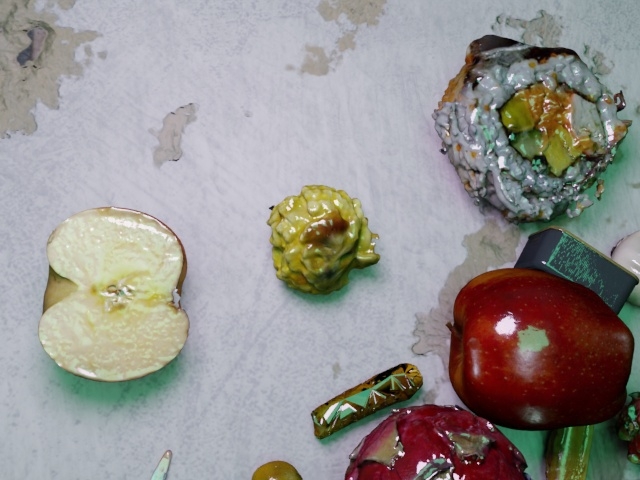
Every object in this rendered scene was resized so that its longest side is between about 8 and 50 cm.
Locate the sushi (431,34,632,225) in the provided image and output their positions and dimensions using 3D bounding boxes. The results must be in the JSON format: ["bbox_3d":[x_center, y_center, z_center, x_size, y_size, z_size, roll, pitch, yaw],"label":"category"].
[{"bbox_3d":[0.425,-0.221,1.153,0.417,0.176,0.418,3,76,-13],"label":"sushi"}]

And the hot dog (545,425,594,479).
[{"bbox_3d":[0.494,0.353,1.085,0.087,0.061,0.286,24,75,-3],"label":"hot dog"}]

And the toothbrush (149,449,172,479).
[{"bbox_3d":[-0.337,0.554,0.971,0.028,0.037,0.376,20,75,-1],"label":"toothbrush"}]

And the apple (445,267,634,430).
[{"bbox_3d":[0.374,0.198,0.995,0.316,0.288,0.288,5,77,-6],"label":"apple"}]

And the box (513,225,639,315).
[{"bbox_3d":[0.498,0.069,1.110,0.201,0.144,0.090,33,80,1],"label":"box"}]

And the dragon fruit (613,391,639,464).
[{"bbox_3d":[0.669,0.381,1.060,0.235,0.137,0.135,36,47,1],"label":"dragon fruit"}]

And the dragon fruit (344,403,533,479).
[{"bbox_3d":[0.189,0.424,0.915,0.328,0.329,0.330,1,77,-6],"label":"dragon fruit"}]

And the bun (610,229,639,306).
[{"bbox_3d":[0.694,0.056,1.144,0.172,0.120,0.173,1,80,-5],"label":"bun"}]

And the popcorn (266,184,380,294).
[{"bbox_3d":[0.001,-0.002,1.066,0.189,0.218,0.169,-14,34,-24],"label":"popcorn"}]

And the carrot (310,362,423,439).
[{"bbox_3d":[0.085,0.301,1.055,0.228,0.069,0.069,-24,81,-9],"label":"carrot"}]

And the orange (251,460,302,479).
[{"bbox_3d":[-0.077,0.439,0.998,0.095,0.085,0.085,1,77,-13],"label":"orange"}]

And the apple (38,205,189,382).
[{"bbox_3d":[-0.357,0.089,1.007,0.251,0.163,0.293,6,90,-12],"label":"apple"}]
